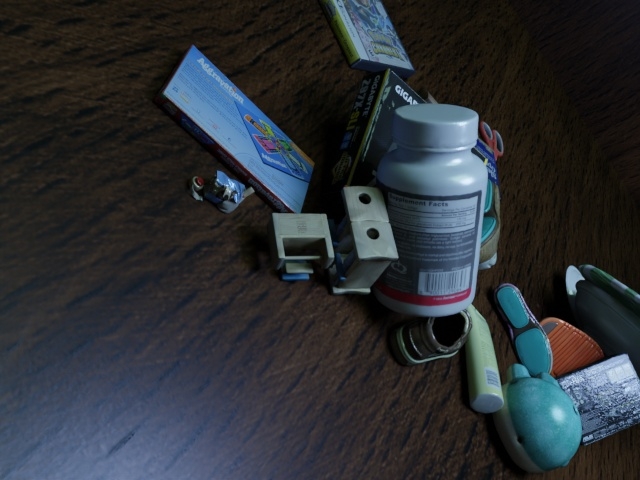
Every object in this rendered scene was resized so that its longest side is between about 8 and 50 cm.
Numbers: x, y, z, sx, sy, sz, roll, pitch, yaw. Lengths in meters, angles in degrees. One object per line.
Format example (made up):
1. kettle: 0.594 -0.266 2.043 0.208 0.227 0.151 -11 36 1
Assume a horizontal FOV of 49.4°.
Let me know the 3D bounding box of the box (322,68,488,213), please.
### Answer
1. box: 0.170 -0.122 1.310 0.322 0.079 0.257 33 69 -35

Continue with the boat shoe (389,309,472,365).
1. boat shoe: 0.227 0.161 1.238 0.257 0.095 0.095 -16 79 -56

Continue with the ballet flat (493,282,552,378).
1. ballet flat: 0.449 0.195 1.537 0.221 0.077 0.079 65 14 8

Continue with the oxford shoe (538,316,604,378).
1. oxford shoe: 0.615 0.299 1.657 0.364 0.130 0.132 45 9 -18

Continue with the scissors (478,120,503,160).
1. scissors: 0.482 -0.223 1.933 0.109 0.021 0.297 38 39 -30

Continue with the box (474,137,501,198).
1. box: 0.400 -0.184 1.776 0.136 0.036 0.225 32 43 -28

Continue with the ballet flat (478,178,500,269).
1. ballet flat: 0.350 -0.013 1.545 0.342 0.116 0.124 -64 137 -56

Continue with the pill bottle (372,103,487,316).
1. pill bottle: 0.176 -0.051 1.129 0.176 0.176 0.318 -39 135 -56

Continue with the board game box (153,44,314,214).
1. board game box: -0.124 -0.165 1.088 0.281 0.027 0.145 42 39 -25

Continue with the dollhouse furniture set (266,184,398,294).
1. dollhouse furniture set: 0.000 0.000 1.073 0.184 0.129 0.128 0 60 -20

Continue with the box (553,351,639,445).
1. box: 0.605 0.345 1.519 0.077 0.180 0.147 102 -33 -75

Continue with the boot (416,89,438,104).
1. boot: 0.269 -0.191 1.576 0.220 0.109 0.283 48 28 -24

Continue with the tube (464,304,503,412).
1. tube: 0.309 0.218 1.346 0.062 0.070 0.240 5 42 0

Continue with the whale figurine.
1. whale figurine: 0.442 0.332 1.350 0.272 0.141 0.216 -13 75 -56

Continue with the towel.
1. towel: 0.746 0.185 1.597 0.248 0.038 0.325 44 6 -25

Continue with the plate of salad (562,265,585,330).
1. plate of salad: 0.703 0.168 1.905 0.200 0.048 0.199 26 56 -46

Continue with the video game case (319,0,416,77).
1. video game case: 0.103 -0.507 1.639 0.275 0.035 0.248 -11 74 -55

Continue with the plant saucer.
1. plant saucer: 0.747 0.270 1.693 0.400 0.100 0.400 46 5 -5

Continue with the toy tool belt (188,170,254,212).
1. toy tool belt: -0.138 -0.076 0.979 0.083 0.051 0.052 27 45 -39
